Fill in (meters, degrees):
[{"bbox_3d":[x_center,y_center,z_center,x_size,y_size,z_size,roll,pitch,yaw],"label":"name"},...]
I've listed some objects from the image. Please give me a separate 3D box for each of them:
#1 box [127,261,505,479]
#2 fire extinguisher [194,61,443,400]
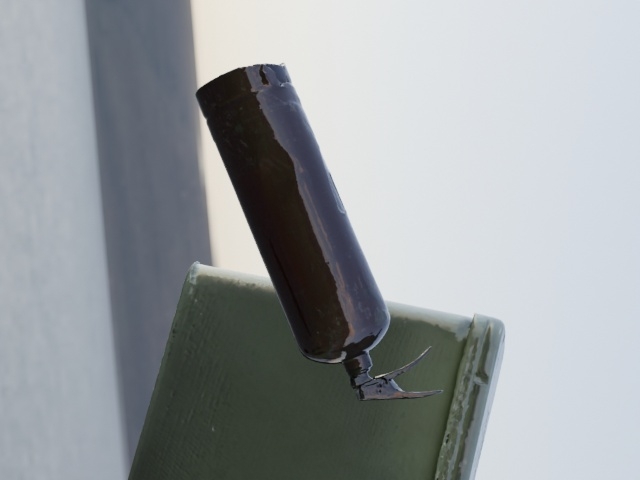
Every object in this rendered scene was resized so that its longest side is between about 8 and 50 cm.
[{"bbox_3d":[-0.007,0.223,1.836,0.177,0.344,0.352,80,24,-75],"label":"box"},{"bbox_3d":[0.000,0.000,1.253,0.267,0.089,0.072,67,-16,5],"label":"fire extinguisher"}]
